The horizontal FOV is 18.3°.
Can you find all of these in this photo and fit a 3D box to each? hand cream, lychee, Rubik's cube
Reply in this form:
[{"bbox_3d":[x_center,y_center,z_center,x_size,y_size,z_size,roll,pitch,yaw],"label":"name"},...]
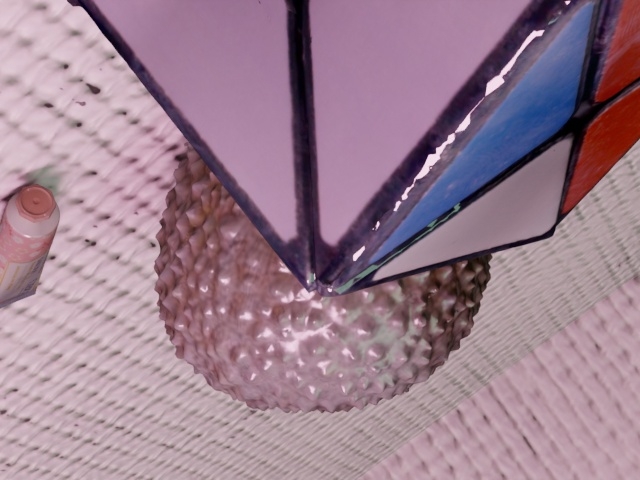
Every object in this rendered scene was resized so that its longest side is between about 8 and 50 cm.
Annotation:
[{"bbox_3d":[-0.249,0.015,1.623,0.067,0.043,0.209,-26,164,-25],"label":"hand cream"},{"bbox_3d":[0.001,0.005,1.648,0.300,0.300,0.300,-31,161,-12],"label":"lychee"},{"bbox_3d":[0.073,-0.187,1.247,0.307,0.310,0.305,-16,151,-54],"label":"Rubik's cube"}]
